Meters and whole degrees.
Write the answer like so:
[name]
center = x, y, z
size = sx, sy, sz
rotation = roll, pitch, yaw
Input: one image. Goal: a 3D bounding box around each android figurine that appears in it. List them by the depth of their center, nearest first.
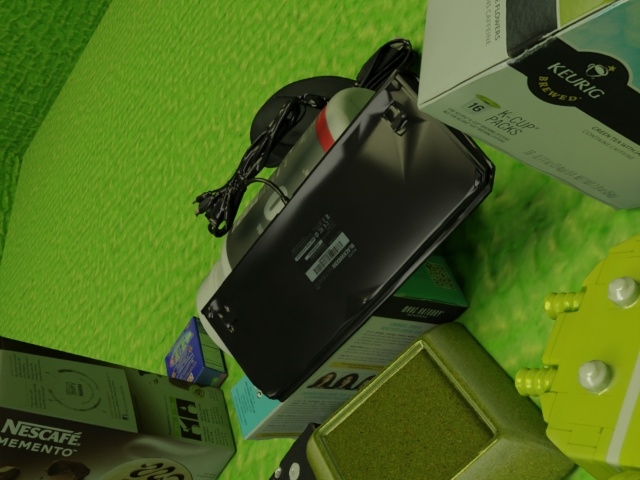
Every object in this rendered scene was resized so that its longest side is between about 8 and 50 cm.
[android figurine]
center = 0.230, 0.063, 0.450
size = 0.273, 0.056, 0.248
rotation = -6, 51, 56

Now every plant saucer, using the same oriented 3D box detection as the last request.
[plant saucer]
center = 0.074, 0.164, 0.629
size = 0.188, 0.045, 0.188
rotation = -43, 34, 3

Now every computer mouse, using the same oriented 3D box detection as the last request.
[computer mouse]
center = -0.014, -0.162, 0.963
size = 0.188, 0.072, 0.272
rotation = -52, 19, -21

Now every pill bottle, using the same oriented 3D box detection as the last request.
[pill bottle]
center = 0.000, 0.000, 0.798
size = 0.283, 0.161, 0.161
rotation = -49, 36, 31

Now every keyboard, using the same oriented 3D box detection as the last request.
[keyboard]
center = -0.010, -0.017, 0.683
size = 0.201, 0.033, 0.317
rotation = 52, 122, 16

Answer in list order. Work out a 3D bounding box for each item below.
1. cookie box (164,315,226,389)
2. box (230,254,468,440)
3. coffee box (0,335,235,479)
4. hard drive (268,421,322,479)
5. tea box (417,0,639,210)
[cookie box]
center = -0.176, 0.176, 1.096
size = 0.092, 0.040, 0.107
rotation = -55, 33, 23
[box]
center = 0.020, 0.106, 0.753
size = 0.244, 0.100, 0.060
rotation = -48, 48, 32
[coffee box]
center = -0.280, 0.246, 0.966
size = 0.168, 0.297, 0.119
rotation = -55, 33, 22
[hard drive]
center = -0.038, 0.373, 0.729
size = 0.339, 0.064, 0.237
rotation = -57, 32, 19
[tea box]
center = 0.253, -0.235, 0.472
size = 0.323, 0.220, 0.329
rotation = -21, 55, 53
